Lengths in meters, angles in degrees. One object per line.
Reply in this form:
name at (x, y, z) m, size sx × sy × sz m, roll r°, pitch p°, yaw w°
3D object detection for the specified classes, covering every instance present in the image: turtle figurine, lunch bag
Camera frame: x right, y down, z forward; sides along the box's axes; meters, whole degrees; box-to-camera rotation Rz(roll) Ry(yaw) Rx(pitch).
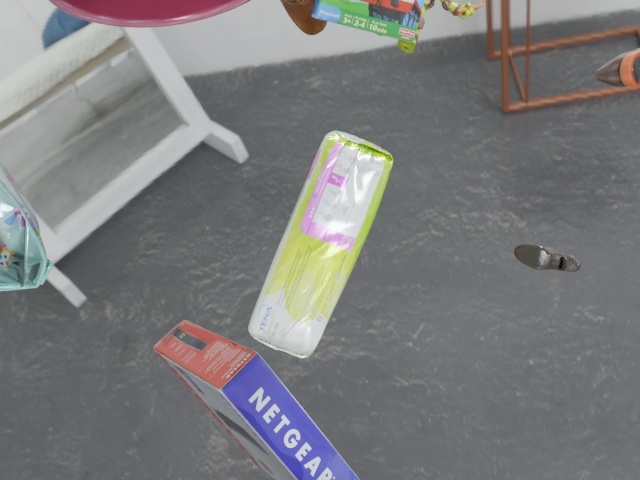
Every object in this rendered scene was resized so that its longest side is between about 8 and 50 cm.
turtle figurine at (0.187, -0.506, 1.415) m, size 0.269 × 0.087 × 0.217 m, roll 36°, pitch 79°, yaw -12°
lunch bag at (-0.400, -0.043, 0.719) m, size 0.160 × 0.262 × 0.223 m, roll -52°, pitch 21°, yaw -14°

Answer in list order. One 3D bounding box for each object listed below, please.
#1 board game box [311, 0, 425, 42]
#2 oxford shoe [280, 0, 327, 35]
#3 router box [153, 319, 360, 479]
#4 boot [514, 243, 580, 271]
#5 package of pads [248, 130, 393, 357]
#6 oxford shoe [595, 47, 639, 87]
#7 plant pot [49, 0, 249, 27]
board game box at (0.090, -0.416, 1.021) m, size 0.160 × 0.211 × 0.039 m, roll 9°, pitch 20°, yaw -16°
oxford shoe at (-0.044, -0.389, 1.074) m, size 0.076 × 0.212 × 0.076 m, roll -6°, pitch 58°, yaw 19°
router box at (-0.115, 0.304, 1.213) m, size 0.082 × 0.335 × 0.301 m, roll -44°, pitch 24°, yaw -21°
boot at (0.361, 0.027, 1.131) m, size 0.106 × 0.114 × 0.037 m, roll 17°, pitch 97°, yaw 6°
package of pads at (0.000, 0.000, 0.975) m, size 0.101 × 0.229 × 0.296 m, roll 22°, pitch 94°, yaw -2°
oxford shoe at (0.716, -0.393, 1.538) m, size 0.271 × 0.097 × 0.098 m, roll -15°, pitch 14°, yaw -34°
plant pot at (-0.132, -0.290, 0.532) m, size 0.201 × 0.201 × 0.180 m, roll -15°, pitch 83°, yaw 5°
